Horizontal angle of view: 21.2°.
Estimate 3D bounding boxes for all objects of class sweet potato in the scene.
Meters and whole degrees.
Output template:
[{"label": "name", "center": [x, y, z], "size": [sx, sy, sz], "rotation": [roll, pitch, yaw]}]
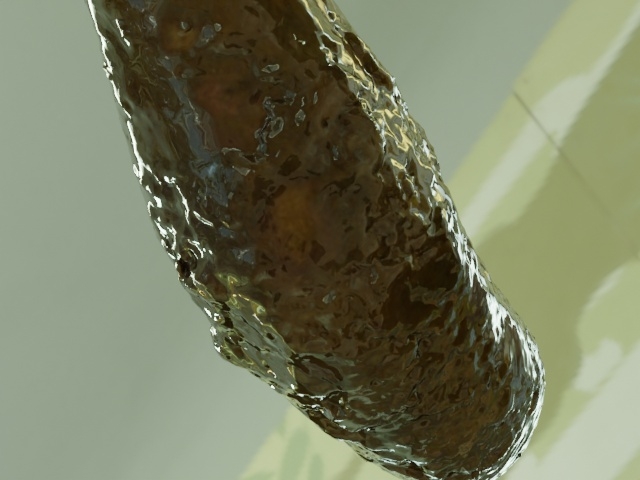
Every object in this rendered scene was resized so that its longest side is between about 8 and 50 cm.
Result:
[{"label": "sweet potato", "center": [0.002, 0.003, 0.549], "size": [0.092, 0.114, 0.341], "rotation": [-30, -45, 3]}]
